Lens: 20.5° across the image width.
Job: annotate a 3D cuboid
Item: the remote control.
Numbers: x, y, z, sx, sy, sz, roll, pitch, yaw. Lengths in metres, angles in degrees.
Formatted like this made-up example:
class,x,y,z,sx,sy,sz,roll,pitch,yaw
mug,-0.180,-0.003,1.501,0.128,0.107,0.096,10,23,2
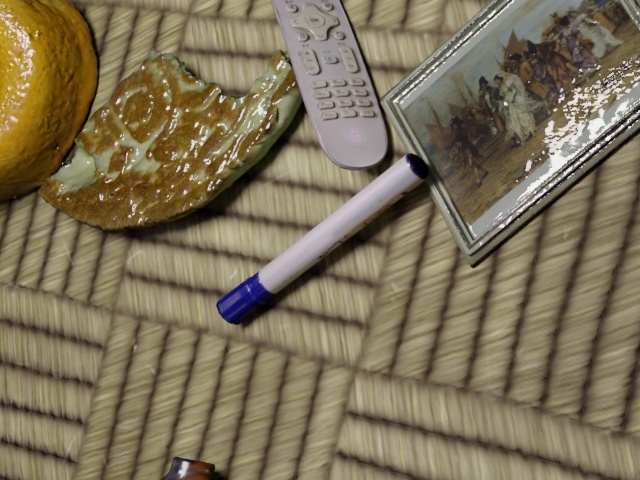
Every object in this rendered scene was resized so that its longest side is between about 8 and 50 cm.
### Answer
class,x,y,z,sx,sy,sz,roll,pitch,yaw
remote control,0.006,-0.161,1.735,0.044,0.073,0.229,113,143,-53

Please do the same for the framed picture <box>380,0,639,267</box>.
class,x,y,z,sx,sy,sz,roll,pitch,yaw
framed picture,0.188,-0.138,1.612,0.274,0.017,0.217,-42,55,22

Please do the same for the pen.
class,x,y,z,sx,sy,sz,roll,pitch,yaw
pen,0.000,0.001,1.702,0.269,0.033,0.033,-38,58,28

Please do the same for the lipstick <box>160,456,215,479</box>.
class,x,y,z,sx,sy,sz,roll,pitch,yaw
lipstick,-0.161,0.417,1.697,0.077,0.077,0.418,4,79,39

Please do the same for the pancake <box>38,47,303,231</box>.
class,x,y,z,sx,sy,sz,roll,pitch,yaw
pancake,-0.162,-0.108,1.859,0.377,0.054,0.197,-14,71,33

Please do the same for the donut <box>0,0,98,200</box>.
class,x,y,z,sx,sy,sz,roll,pitch,yaw
donut,-0.391,-0.173,1.977,0.278,0.108,0.277,1,93,18
